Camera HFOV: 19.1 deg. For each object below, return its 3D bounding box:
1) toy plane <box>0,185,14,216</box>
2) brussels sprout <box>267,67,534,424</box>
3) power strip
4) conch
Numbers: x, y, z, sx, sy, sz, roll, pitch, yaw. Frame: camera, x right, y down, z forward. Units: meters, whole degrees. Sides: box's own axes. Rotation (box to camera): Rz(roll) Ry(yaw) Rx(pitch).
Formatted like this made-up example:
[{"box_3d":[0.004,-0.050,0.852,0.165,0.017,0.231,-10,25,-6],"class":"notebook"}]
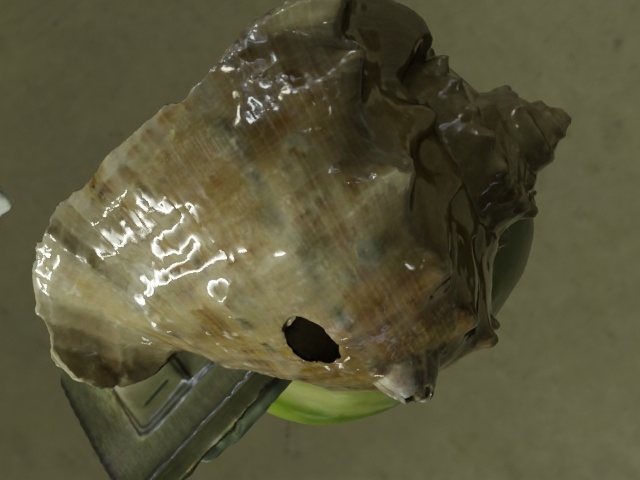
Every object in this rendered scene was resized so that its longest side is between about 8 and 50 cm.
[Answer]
[{"box_3d":[-0.362,-0.046,1.817,0.171,0.162,0.065,-1,137,39],"class":"toy plane"},{"box_3d":[0.000,0.000,1.639,0.276,0.371,0.314,143,110,-72],"class":"brussels sprout"},{"box_3d":[-0.064,0.065,1.358,0.092,0.251,0.257,49,177,-26],"class":"power strip"},{"box_3d":[0.000,-0.010,1.081,0.186,0.324,0.263,37,157,44],"class":"conch"}]
